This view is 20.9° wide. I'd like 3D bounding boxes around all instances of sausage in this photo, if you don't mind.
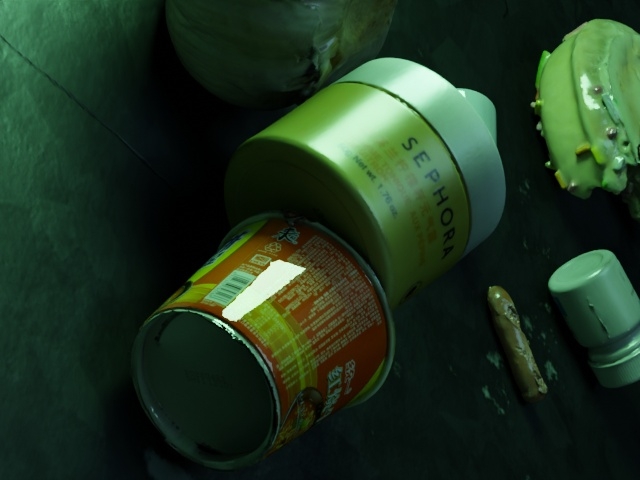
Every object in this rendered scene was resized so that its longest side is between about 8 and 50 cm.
[{"bbox_3d":[0.246,0.130,2.198,0.036,0.042,0.158,-20,87,-21],"label":"sausage"}]

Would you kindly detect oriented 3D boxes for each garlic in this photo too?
[{"bbox_3d":[-0.023,-0.286,1.795,0.241,0.322,0.322,38,35,0],"label":"garlic"}]

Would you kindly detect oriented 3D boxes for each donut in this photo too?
[{"bbox_3d":[0.441,-0.173,2.567,0.371,0.150,0.307,16,58,-53],"label":"donut"}]

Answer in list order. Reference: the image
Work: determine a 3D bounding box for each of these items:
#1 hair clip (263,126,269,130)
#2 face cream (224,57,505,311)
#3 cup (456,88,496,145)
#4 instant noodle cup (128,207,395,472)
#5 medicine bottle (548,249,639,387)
[{"bbox_3d":[0.008,-0.003,1.842,0.137,0.090,0.278,3,66,-31],"label":"hair clip"},{"bbox_3d":[0.041,-0.043,1.697,0.179,0.218,0.218,-36,104,-35],"label":"face cream"},{"bbox_3d":[0.164,-0.100,2.171,0.099,0.136,0.133,13,54,-15],"label":"cup"},{"bbox_3d":[-0.062,0.100,1.594,0.174,0.213,0.213,-36,103,-49],"label":"instant noodle cup"},{"bbox_3d":[0.389,0.106,2.366,0.168,0.105,0.105,60,32,-14],"label":"medicine bottle"}]
